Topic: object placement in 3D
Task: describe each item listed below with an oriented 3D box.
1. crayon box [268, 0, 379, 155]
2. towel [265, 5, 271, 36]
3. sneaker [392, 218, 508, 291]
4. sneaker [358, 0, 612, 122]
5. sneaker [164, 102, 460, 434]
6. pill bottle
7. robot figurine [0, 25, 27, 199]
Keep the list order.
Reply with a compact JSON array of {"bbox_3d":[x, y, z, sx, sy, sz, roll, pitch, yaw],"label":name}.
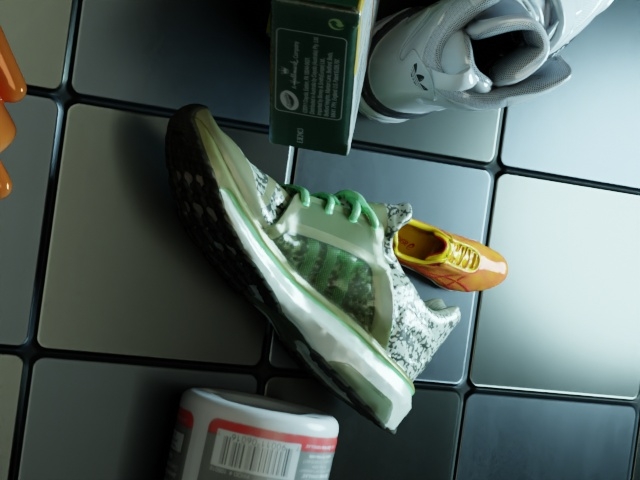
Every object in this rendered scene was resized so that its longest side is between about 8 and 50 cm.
[{"bbox_3d":[0.019,-0.270,1.367,0.083,0.203,0.323,10,56,4],"label":"crayon box"},{"bbox_3d":[-0.024,-0.244,1.500,0.060,0.009,0.083,10,89,-26],"label":"towel"},{"bbox_3d":[0.135,0.019,1.567,0.175,0.067,0.064,15,86,-28],"label":"sneaker"},{"bbox_3d":[0.216,-0.229,1.507,0.366,0.210,0.137,-30,106,-21],"label":"sneaker"},{"bbox_3d":[0.000,0.000,1.455,0.182,0.158,0.410,-45,119,-14],"label":"sneaker"},{"bbox_3d":[-0.086,0.298,1.428,0.161,0.161,0.283,12,89,-26],"label":"pill bottle"},{"bbox_3d":[-0.356,-0.124,1.281,0.219,0.158,0.128,63,30,-17],"label":"robot figurine"}]
